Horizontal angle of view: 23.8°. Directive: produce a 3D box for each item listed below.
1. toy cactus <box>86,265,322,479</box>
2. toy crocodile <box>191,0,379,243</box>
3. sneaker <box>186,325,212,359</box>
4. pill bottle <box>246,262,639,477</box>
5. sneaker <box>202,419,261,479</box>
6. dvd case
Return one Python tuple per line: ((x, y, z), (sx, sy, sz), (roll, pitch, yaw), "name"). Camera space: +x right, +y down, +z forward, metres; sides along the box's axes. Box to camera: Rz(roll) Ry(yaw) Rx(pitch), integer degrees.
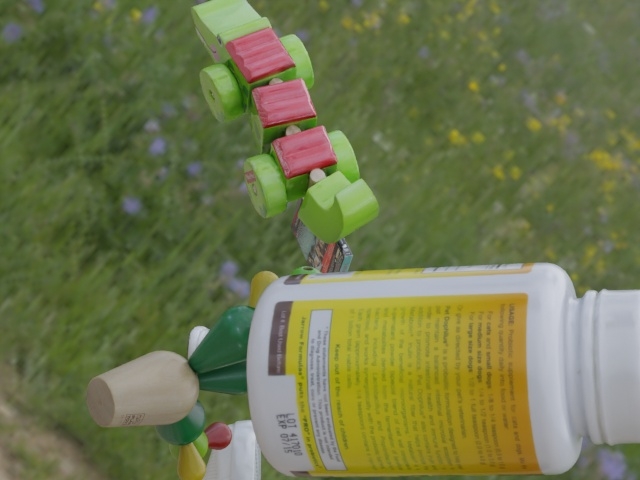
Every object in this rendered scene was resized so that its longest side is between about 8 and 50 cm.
((-0.074, 0.104, 1.044), (0.180, 0.219, 0.112), (-10, 68, -41), "toy cactus")
((-0.044, -0.137, 1.619), (0.105, 0.115, 0.341), (99, -31, -59), "toy crocodile")
((-0.083, 0.095, 1.367), (0.043, 0.040, 0.109), (7, 6, 16), "sneaker")
((0.075, 0.073, 0.850), (0.117, 0.215, 0.117), (-3, 90, -74), "pill bottle")
((-0.149, 0.307, 1.524), (0.169, 0.293, 0.108), (9, 20, 2), "sneaker")
((0.000, 0.000, 1.692), (0.013, 0.087, 0.119), (-11, 53, -24), "dvd case")
